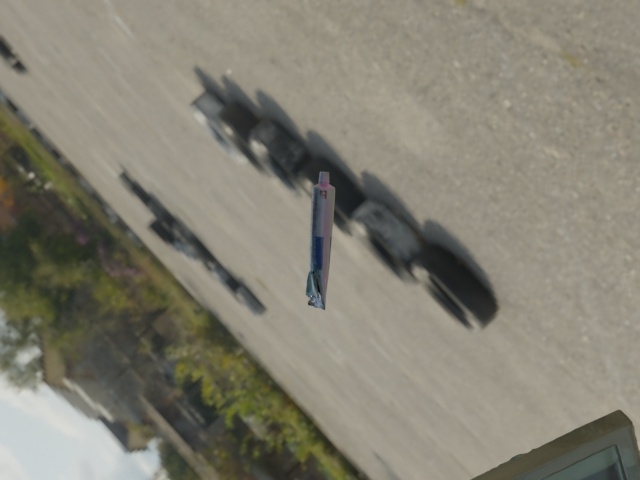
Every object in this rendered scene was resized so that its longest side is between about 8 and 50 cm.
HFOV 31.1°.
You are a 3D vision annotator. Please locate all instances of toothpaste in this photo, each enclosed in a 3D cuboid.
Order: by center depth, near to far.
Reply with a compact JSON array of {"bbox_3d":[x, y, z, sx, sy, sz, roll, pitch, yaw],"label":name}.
[{"bbox_3d":[0.000,0.000,1.420,0.028,0.169,0.045,1,-175,-30],"label":"toothpaste"}]

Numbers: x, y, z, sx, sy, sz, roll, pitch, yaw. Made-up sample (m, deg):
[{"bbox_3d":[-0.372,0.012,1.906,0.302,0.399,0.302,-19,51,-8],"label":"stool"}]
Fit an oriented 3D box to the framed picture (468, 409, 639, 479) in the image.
[{"bbox_3d":[0.140,0.375,1.165,0.028,0.446,0.326,-119,4,-55],"label":"framed picture"}]
